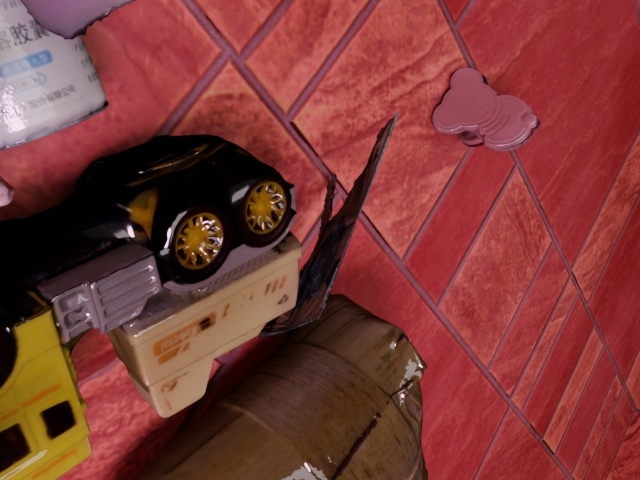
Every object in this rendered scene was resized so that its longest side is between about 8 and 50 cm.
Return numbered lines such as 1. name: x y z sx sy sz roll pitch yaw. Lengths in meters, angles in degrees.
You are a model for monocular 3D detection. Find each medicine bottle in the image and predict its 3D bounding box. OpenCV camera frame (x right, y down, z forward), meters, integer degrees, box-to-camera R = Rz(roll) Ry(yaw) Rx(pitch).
1. medicine bottle: -0.257 -0.162 0.460 0.135 0.135 0.168 -33 118 -33

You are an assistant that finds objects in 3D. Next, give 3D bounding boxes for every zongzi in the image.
1. zongzi: -0.037 0.383 0.744 0.500 0.218 0.467 -38 124 -31

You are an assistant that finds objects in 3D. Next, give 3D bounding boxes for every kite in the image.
1. kite: 0.000 0.000 0.688 0.011 0.314 0.335 28 116 -11

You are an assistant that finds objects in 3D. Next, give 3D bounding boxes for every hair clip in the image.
1. hair clip: 0.256 -0.197 0.936 0.102 0.138 0.123 40 80 -36

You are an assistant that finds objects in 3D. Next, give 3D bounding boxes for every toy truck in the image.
1. toy truck: -0.194 0.061 0.550 0.405 0.181 0.254 -30 127 -38

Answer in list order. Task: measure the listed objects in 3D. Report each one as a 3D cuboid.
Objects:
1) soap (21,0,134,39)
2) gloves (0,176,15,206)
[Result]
1. soap: -0.194 -0.329 0.408 0.296 0.107 0.285 52 33 -34
2. gloves: -0.307 -0.054 0.378 0.145 0.241 0.126 64 24 -13
